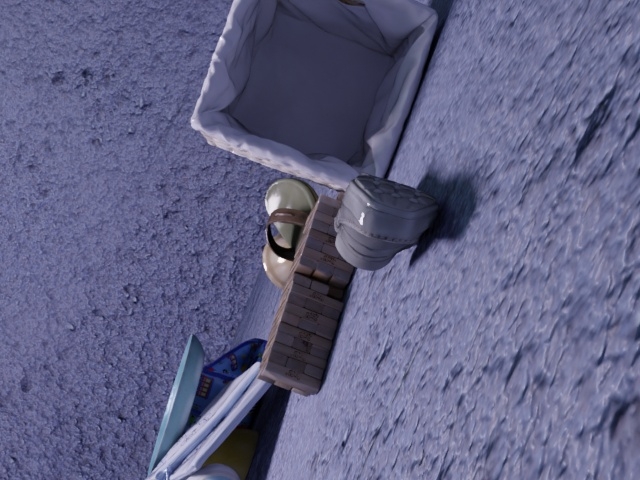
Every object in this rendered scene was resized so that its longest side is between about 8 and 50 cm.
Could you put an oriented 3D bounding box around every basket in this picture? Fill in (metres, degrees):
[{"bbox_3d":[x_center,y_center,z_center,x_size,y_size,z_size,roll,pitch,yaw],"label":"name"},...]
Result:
[{"bbox_3d":[-0.014,-0.275,1.667,0.266,0.328,0.331,-178,108,-86],"label":"basket"}]

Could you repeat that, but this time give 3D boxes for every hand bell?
[{"bbox_3d":[0.000,0.000,1.811,0.242,0.126,0.126,-38,29,52],"label":"hand bell"}]

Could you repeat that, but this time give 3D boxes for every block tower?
[{"bbox_3d":[-0.010,0.084,1.540,0.097,0.091,0.335,120,169,-60],"label":"block tower"}]

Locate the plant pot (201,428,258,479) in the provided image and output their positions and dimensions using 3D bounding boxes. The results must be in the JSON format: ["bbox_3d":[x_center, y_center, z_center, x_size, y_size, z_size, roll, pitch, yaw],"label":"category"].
[{"bbox_3d":[-0.190,0.428,1.927,0.134,0.095,0.134,-159,90,-83],"label":"plant pot"}]

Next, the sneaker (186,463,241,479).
[{"bbox_3d":[-0.212,0.562,1.620,0.365,0.135,0.150,-69,21,4],"label":"sneaker"}]

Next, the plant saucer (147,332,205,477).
[{"bbox_3d":[-0.303,0.356,2.069,0.317,0.044,0.317,-163,90,-82],"label":"plant saucer"}]

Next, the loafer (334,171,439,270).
[{"bbox_3d":[0.071,-0.016,1.141,0.319,0.112,0.111,-54,-20,-85],"label":"loafer"}]

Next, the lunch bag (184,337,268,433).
[{"bbox_3d":[-0.201,0.355,2.208,0.293,0.138,0.220,-58,-11,-73],"label":"lunch bag"}]

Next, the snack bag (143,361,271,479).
[{"bbox_3d":[-0.196,0.336,1.811,0.323,0.037,0.342,-47,4,-32],"label":"snack bag"}]

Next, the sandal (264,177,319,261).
[{"bbox_3d":[-0.046,-0.011,1.714,0.120,0.086,0.302,-65,32,31],"label":"sandal"}]
